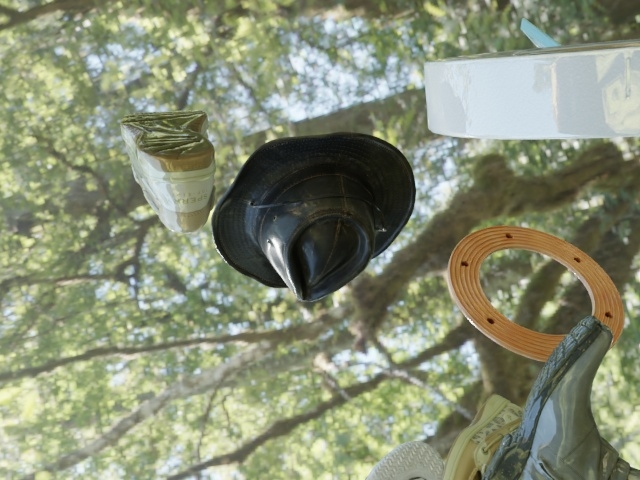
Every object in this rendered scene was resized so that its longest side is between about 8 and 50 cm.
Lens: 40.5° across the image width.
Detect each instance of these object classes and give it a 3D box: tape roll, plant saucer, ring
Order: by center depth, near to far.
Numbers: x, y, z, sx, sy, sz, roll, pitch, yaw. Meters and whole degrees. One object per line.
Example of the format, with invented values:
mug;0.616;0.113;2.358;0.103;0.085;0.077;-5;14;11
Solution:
tape roll;0.293;-0.154;0.826;0.392;0.392;0.072;-29;-63;-61
plant saucer;0.357;-0.259;1.251;0.067;0.018;0.192;29;-161;-45
ring;0.395;0.098;1.606;0.337;0.336;0.032;-70;-3;-48

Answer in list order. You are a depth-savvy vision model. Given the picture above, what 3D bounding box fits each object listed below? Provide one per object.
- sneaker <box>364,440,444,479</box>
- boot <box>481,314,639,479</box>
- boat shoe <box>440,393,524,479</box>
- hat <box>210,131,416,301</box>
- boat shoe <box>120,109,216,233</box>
sneaker;0.090;0.510;1.442;0.210;0.137;0.366;102;-168;-73
boot;0.280;0.210;0.887;0.247;0.161;0.083;-66;-12;17
boat shoe;0.245;0.319;1.259;0.285;0.089;0.105;-39;-40;-51
hat;0.000;0.000;1.276;0.331;0.331;0.134;43;-156;-44
boat shoe;-0.178;-0.092;1.043;0.302;0.109;0.098;-127;33;-65
